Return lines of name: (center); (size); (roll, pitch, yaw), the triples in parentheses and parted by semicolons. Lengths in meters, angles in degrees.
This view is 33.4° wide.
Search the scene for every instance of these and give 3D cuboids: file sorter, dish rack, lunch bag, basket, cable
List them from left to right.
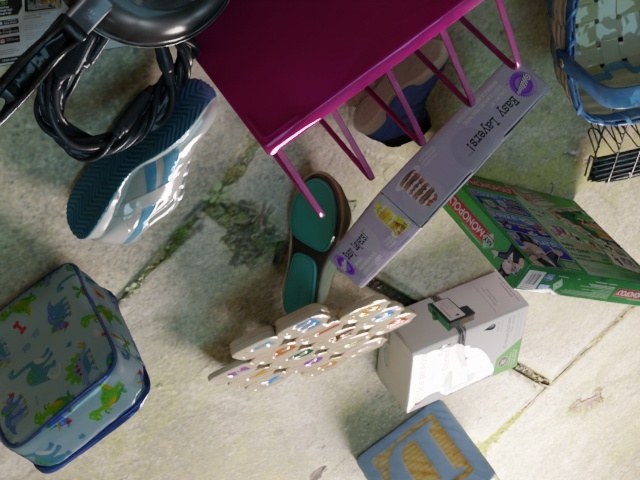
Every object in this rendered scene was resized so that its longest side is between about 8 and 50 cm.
lunch bag: (-0.300, 0.143, 1.216); (0.176, 0.219, 0.090); (-39, 134, 0)
cable: (-0.205, -0.160, 1.074); (0.150, 0.047, 0.184); (6, 121, -46)
file sorter: (0.043, -0.198, 1.152); (0.290, 0.202, 0.182); (-36, 144, -1)
dish rack: (0.484, -0.190, 1.547); (0.208, 0.074, 0.271); (-12, 147, -5)
basket: (0.402, -0.238, 1.278); (0.254, 0.289, 0.201); (-15, 120, -7)

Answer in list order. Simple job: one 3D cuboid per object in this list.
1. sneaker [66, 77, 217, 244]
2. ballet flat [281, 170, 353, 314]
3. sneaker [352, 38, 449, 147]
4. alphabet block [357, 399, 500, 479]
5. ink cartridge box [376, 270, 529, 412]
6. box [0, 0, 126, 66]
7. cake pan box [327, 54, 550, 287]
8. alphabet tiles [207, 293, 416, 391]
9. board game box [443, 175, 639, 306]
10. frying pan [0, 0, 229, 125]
sneaker: (-0.186, -0.088, 1.188); (0.229, 0.087, 0.092); (-46, 148, 21)
ballet flat: (0.000, 0.000, 1.419); (0.086, 0.086, 0.248); (-10, 135, -29)
sneaker: (0.118, -0.178, 1.331); (0.084, 0.058, 0.152); (27, 115, -42)
alphabet block: (0.211, 0.438, 1.905); (0.193, 0.192, 0.197); (-35, 140, 0)
ink cartridge box: (0.209, 0.163, 1.707); (0.219, 0.092, 0.160); (-21, 138, -20)
box: (-0.225, -0.240, 1.038); (0.207, 0.036, 0.114); (-14, 135, -25)
cake pan box: (0.141, -0.080, 1.293); (0.267, 0.070, 0.246); (-46, 179, -21)
alphabet tiles: (-0.011, 0.145, 1.509); (0.278, 0.021, 0.284); (-27, 158, 16)
board game box: (0.327, -0.001, 1.539); (0.317, 0.213, 0.046); (9, 122, -41)
frying pan: (-0.208, -0.246, 0.963); (0.326, 0.053, 0.197); (-31, 113, -21)
